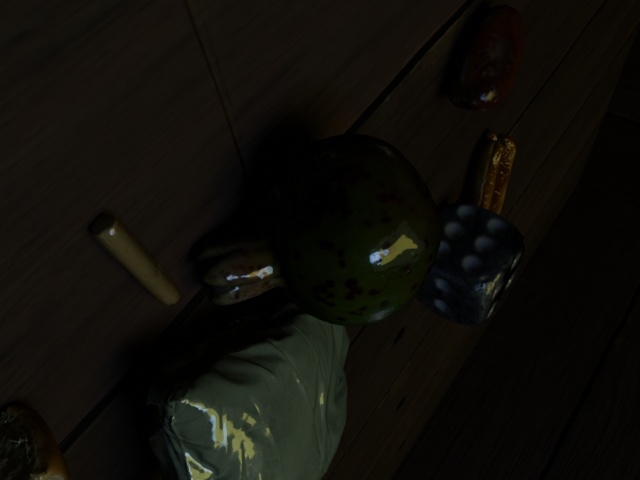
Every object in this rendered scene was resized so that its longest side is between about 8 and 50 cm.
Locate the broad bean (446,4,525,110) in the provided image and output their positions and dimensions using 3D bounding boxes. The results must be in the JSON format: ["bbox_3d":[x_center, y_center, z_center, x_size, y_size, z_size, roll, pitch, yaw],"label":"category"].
[{"bbox_3d":[0.252,-0.271,0.848,0.114,0.084,0.165,16,96,-60],"label":"broad bean"}]

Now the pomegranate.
[{"bbox_3d":[0.000,0.000,0.562,0.248,0.202,0.202,-20,141,-14],"label":"pomegranate"}]

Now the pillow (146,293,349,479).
[{"bbox_3d":[-0.065,0.210,0.642,0.310,0.138,0.283,-34,127,-58],"label":"pillow"}]

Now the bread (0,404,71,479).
[{"bbox_3d":[-0.228,0.179,0.427,0.077,0.070,0.083,-36,148,-41],"label":"bread"}]

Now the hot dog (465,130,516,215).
[{"bbox_3d":[0.358,-0.123,1.222,0.100,0.068,0.249,-33,142,-28],"label":"hot dog"}]

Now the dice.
[{"bbox_3d":[0.286,0.048,1.132,0.182,0.181,0.183,-51,153,-24],"label":"dice"}]

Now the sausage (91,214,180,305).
[{"bbox_3d":[-0.147,0.022,0.470,0.024,0.024,0.132,-52,153,-19],"label":"sausage"}]
